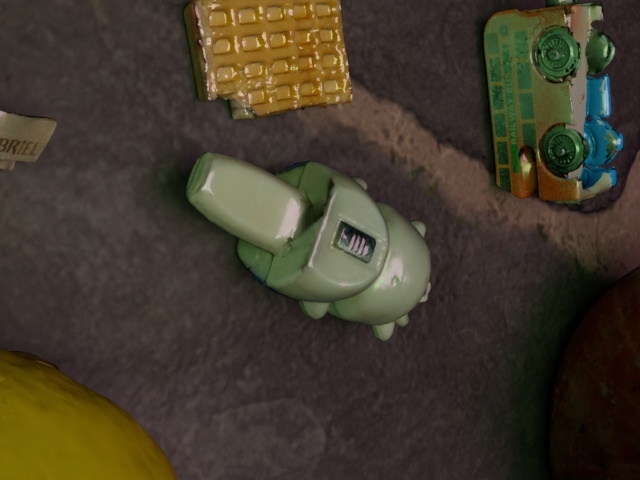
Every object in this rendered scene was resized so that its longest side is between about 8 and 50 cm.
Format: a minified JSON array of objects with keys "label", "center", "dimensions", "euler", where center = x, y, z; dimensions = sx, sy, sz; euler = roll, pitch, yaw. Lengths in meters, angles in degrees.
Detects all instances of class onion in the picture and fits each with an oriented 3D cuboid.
[{"label":"onion","center":[0.371,0.184,0.921],"dimensions":[0.354,0.354,0.353],"euler":[-5,97,-39]}]

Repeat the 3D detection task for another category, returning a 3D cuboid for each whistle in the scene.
[{"label":"whistle","center":[0.000,0.000,0.751],"dimensions":[0.244,0.092,0.110],"euler":[25,80,-39]}]

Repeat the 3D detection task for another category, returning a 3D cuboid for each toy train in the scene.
[{"label":"toy train","center":[0.201,-0.124,0.898],"dimensions":[0.072,0.099,0.188],"euler":[-16,104,-40]}]

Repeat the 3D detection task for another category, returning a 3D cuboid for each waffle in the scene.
[{"label":"waffle","center":[-0.035,-0.135,0.753],"dimensions":[0.135,0.021,0.092],"euler":[-17,105,-37]}]

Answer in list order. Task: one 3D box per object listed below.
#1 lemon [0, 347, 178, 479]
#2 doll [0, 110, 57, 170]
[{"label":"lemon","center":[-0.206,0.197,0.454],"dimensions":[0.348,0.348,0.347],"euler":[-5,97,-39]},{"label":"doll","center":[-0.236,-0.080,0.540],"dimensions":[0.221,0.105,0.114],"euler":[10,81,-37]}]
